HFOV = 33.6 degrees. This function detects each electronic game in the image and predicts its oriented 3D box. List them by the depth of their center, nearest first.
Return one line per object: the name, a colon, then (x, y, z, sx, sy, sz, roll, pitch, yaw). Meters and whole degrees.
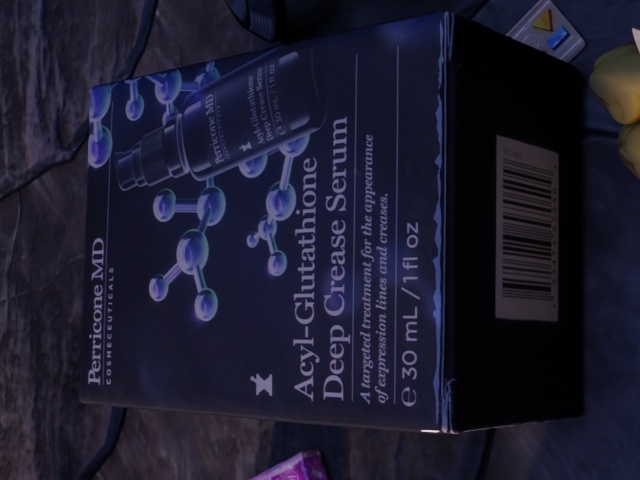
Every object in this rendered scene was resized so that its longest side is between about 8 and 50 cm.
electronic game: (-0.087, -0.303, 1.039, 0.048, 0.229, 0.229, -23, 63, -8)

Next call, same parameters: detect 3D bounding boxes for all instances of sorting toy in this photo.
sorting toy: (0.180, -0.161, 0.911, 0.083, 0.012, 0.062, -45, 59, 25)

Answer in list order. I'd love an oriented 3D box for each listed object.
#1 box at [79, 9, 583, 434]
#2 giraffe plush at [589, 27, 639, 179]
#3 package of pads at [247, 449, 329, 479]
box: (0.000, 0.000, 0.906, 0.395, 0.212, 0.293, -4, 83, 40)
giraffe plush: (0.303, -0.116, 0.724, 0.170, 0.210, 0.181, -36, 55, -3)
package of pads: (-0.030, 0.239, 1.017, 0.083, 0.032, 0.050, -33, 67, 32)
